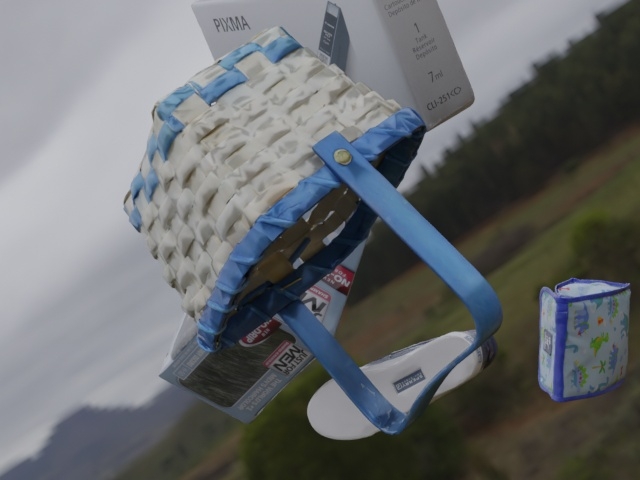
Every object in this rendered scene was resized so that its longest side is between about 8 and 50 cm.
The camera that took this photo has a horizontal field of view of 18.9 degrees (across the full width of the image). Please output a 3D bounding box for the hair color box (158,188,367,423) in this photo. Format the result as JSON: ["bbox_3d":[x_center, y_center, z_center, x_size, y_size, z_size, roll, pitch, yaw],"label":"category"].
[{"bbox_3d":[-0.028,-0.017,1.983,0.185,0.114,0.374,-47,18,49],"label":"hair color box"}]

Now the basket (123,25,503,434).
[{"bbox_3d":[0.000,0.000,1.440,0.201,0.289,0.255,-33,-11,-27],"label":"basket"}]

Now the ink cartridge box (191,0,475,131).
[{"bbox_3d":[-0.016,-0.222,1.680,0.066,0.261,0.296,-31,18,-28],"label":"ink cartridge box"}]

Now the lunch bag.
[{"bbox_3d":[0.307,0.118,2.293,0.096,0.128,0.151,4,9,23],"label":"lunch bag"}]

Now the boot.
[{"bbox_3d":[0.084,0.142,1.889,0.190,0.069,0.086,-23,-6,21],"label":"boot"}]
